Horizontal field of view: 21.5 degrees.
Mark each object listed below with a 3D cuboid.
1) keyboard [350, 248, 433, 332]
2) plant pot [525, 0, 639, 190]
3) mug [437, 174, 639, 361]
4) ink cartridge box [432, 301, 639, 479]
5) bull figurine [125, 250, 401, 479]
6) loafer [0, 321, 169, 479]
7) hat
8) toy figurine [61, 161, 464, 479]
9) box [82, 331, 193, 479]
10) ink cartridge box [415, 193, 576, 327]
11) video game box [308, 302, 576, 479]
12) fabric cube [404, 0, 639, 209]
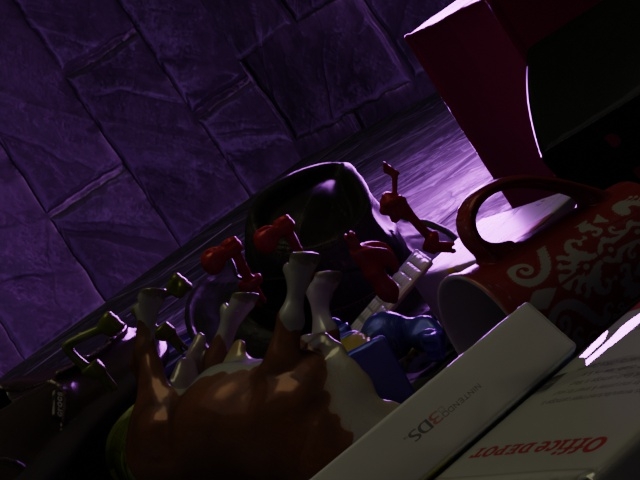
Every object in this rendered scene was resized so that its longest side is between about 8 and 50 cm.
[{"bbox_3d":[0.014,0.111,1.565,0.256,0.014,0.072,-50,6,1],"label":"keyboard"},{"bbox_3d":[0.289,-0.103,1.470,0.188,0.187,0.167,-31,20,37],"label":"plant pot"},{"bbox_3d":[0.185,0.020,1.259,0.169,0.150,0.113,-31,40,-22],"label":"mug"},{"bbox_3d":[0.184,0.101,0.885,0.218,0.092,0.158,-34,7,-27],"label":"ink cartridge box"},{"bbox_3d":[-0.036,0.117,1.257,0.310,0.188,0.101,-11,-18,41],"label":"bull figurine"},{"bbox_3d":[-0.256,0.159,1.551,0.134,0.130,0.366,-57,-5,27],"label":"loafer"},{"bbox_3d":[0.000,0.000,1.768,0.331,0.134,0.331,-10,24,4],"label":"hat"},{"bbox_3d":[-0.027,0.104,1.395,0.362,0.191,0.217,-26,16,-3],"label":"toy figurine"},{"bbox_3d":[-0.175,0.182,1.846,0.261,0.103,0.184,-26,8,43],"label":"box"},{"bbox_3d":[0.167,0.023,1.571,0.115,0.067,0.198,-38,9,-32],"label":"ink cartridge box"},{"bbox_3d":[0.049,0.150,0.990,0.205,0.048,0.187,-36,-20,-28],"label":"video game box"},{"bbox_3d":[0.291,-0.198,1.780,0.258,0.254,0.259,-34,8,-15],"label":"fabric cube"}]
